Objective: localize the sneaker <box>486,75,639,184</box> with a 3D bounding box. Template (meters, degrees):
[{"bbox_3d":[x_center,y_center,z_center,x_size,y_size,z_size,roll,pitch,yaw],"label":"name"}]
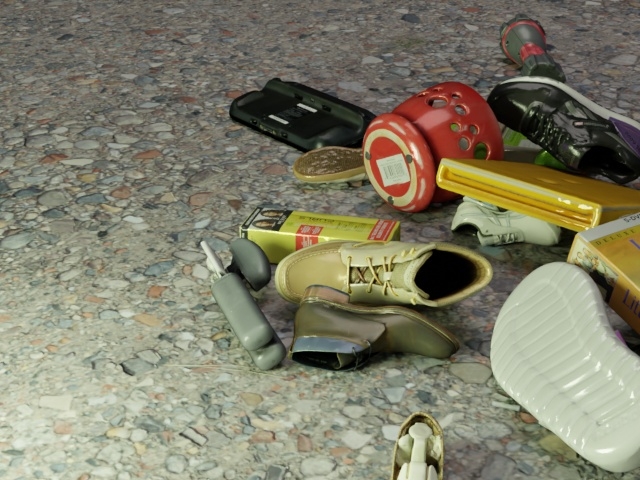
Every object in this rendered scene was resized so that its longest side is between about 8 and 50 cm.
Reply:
[{"bbox_3d":[0.406,-0.181,2.123,0.283,0.107,0.124,20,37,5],"label":"sneaker"}]

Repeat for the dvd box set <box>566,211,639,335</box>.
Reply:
[{"bbox_3d":[0.556,0.097,1.602,0.307,0.062,0.420,-15,44,-28],"label":"dvd box set"}]

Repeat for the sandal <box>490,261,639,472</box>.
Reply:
[{"bbox_3d":[0.310,0.163,1.534,0.169,0.102,0.416,-42,22,11],"label":"sandal"}]

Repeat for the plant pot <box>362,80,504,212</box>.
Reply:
[{"bbox_3d":[0.176,-0.150,2.108,0.174,0.191,0.191,-22,32,-32],"label":"plant pot"}]

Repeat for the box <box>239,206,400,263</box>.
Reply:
[{"bbox_3d":[0.000,0.000,1.948,0.232,0.058,0.087,7,26,15],"label":"box"}]

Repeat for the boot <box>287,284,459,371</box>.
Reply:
[{"bbox_3d":[0.064,0.139,1.671,0.219,0.082,0.106,16,54,13],"label":"boot"}]

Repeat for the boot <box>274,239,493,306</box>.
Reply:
[{"bbox_3d":[0.082,0.047,1.733,0.261,0.095,0.203,0,1,-13],"label":"boot"}]

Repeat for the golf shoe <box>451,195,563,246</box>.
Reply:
[{"bbox_3d":[0.284,-0.012,1.986,0.176,0.069,0.086,17,55,33],"label":"golf shoe"}]

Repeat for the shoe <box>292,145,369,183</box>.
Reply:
[{"bbox_3d":[0.060,-0.125,2.224,0.219,0.058,0.077,-10,47,-9],"label":"shoe"}]

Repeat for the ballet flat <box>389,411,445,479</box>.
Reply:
[{"bbox_3d":[0.102,0.255,1.399,0.073,0.067,0.206,1,26,2],"label":"ballet flat"}]

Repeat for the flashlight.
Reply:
[{"bbox_3d":[0.442,-0.388,2.698,0.103,0.103,0.304,0,25,0],"label":"flashlight"}]

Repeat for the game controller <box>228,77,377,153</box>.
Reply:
[{"bbox_3d":[-0.035,-0.235,2.459,0.166,0.067,0.319,-33,38,-26],"label":"game controller"}]

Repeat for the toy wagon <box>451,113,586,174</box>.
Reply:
[{"bbox_3d":[0.341,-0.190,2.327,0.344,0.068,0.267,7,26,18],"label":"toy wagon"}]

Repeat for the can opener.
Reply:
[{"bbox_3d":[-0.096,0.069,1.761,0.095,0.076,0.283,-33,32,-4],"label":"can opener"}]

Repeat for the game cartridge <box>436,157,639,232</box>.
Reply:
[{"bbox_3d":[0.382,-0.068,1.992,0.285,0.053,0.323,21,13,38],"label":"game cartridge"}]

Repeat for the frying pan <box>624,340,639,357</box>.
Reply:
[{"bbox_3d":[0.421,0.151,1.640,0.197,0.053,0.326,-7,29,-15],"label":"frying pan"}]
